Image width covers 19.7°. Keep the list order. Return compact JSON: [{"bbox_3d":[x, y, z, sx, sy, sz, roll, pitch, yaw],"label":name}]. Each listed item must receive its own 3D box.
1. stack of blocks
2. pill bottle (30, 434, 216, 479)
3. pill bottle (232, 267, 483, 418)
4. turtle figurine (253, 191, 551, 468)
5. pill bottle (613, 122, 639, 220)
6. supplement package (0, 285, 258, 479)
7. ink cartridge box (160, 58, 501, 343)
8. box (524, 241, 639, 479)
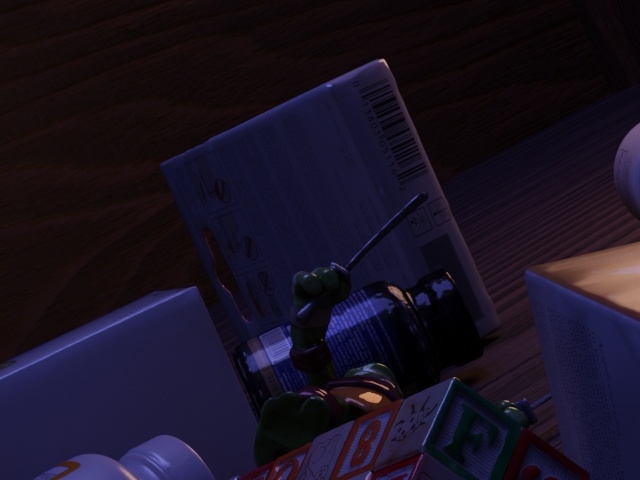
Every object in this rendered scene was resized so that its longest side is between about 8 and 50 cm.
[{"bbox_3d":[-0.012,0.196,0.923,0.297,0.087,0.171,-32,26,54],"label":"stack of blocks"},{"bbox_3d":[-0.193,0.245,1.384,0.245,0.136,0.136,-27,6,-34],"label":"pill bottle"},{"bbox_3d":[0.037,0.112,1.749,0.219,0.123,0.123,-24,5,-4],"label":"pill bottle"},{"bbox_3d":[0.060,0.099,1.400,0.274,0.198,0.266,-26,8,16],"label":"turtle figurine"},{"bbox_3d":[0.385,-0.072,1.982,0.131,0.131,0.229,-24,6,4],"label":"pill bottle"},{"bbox_3d":[-0.202,0.185,1.639,0.261,0.204,0.145,-26,6,-20],"label":"supplement package"},{"bbox_3d":[0.000,0.000,2.023,0.091,0.308,0.385,-27,5,-33],"label":"ink cartridge box"},{"bbox_3d":[0.234,0.080,0.782,0.215,0.168,0.345,-14,5,-4],"label":"box"}]
